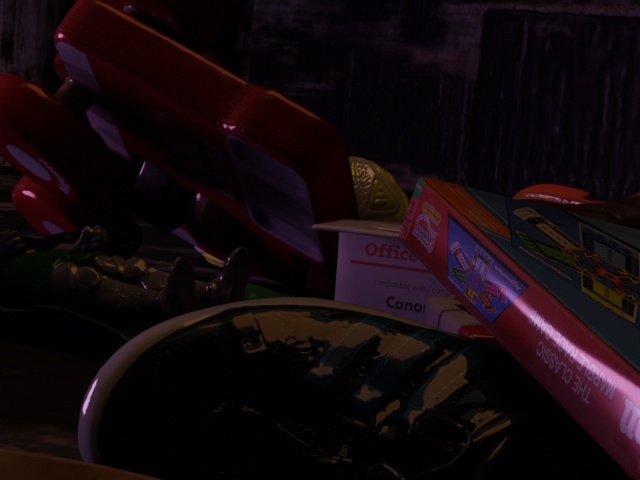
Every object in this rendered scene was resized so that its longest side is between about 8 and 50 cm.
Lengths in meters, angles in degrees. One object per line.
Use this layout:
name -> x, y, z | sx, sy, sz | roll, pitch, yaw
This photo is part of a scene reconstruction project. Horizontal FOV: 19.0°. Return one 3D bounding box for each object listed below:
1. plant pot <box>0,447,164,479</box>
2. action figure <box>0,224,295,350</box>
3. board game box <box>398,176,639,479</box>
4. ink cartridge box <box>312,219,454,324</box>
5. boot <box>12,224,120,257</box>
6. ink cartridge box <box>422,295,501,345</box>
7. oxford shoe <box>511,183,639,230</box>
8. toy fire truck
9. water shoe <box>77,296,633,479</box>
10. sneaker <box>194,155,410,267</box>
plant pot -> -0.125, 0.078, 0.428 | 0.236, 0.032, 0.236 | 4, 5, 0
action figure -> -0.148, 0.023, 1.054 | 0.232, 0.063, 0.137 | 2, 5, 35
board game box -> 0.132, 0.048, 0.544 | 0.145, 0.027, 0.281 | 14, 14, -20
ink cartridge box -> 0.085, 0.024, 1.194 | 0.115, 0.067, 0.198 | 6, 3, 30
boot -> -0.192, 0.013, 1.269 | 0.099, 0.045, 0.121 | -1, 2, 10
ink cartridge box -> 0.095, 0.058, 0.774 | 0.099, 0.056, 0.135 | 3, 4, -5
oxford shoe -> 0.224, 0.014, 1.494 | 0.098, 0.097, 0.271 | -24, 16, -36
toy fire truck -> -0.082, -0.052, 1.334 | 0.254, 0.169, 0.302 | 32, -17, 18
water shoe -> 0.028, 0.059, 0.572 | 0.203, 0.073, 0.080 | 3, 6, -4
sneaker -> 0.000, 0.000, 1.520 | 0.126, 0.091, 0.240 | 32, -19, -30
